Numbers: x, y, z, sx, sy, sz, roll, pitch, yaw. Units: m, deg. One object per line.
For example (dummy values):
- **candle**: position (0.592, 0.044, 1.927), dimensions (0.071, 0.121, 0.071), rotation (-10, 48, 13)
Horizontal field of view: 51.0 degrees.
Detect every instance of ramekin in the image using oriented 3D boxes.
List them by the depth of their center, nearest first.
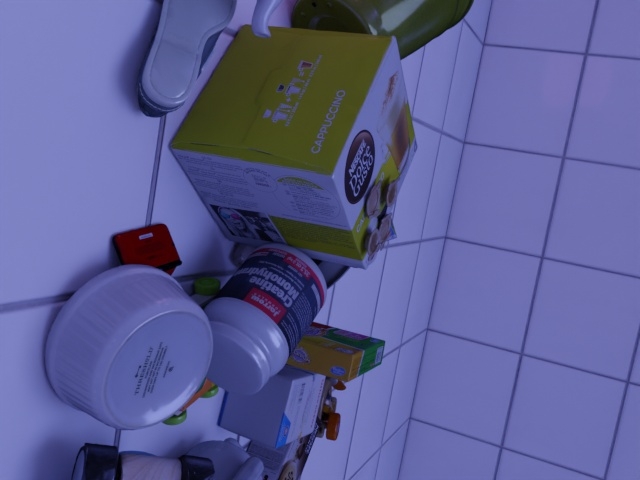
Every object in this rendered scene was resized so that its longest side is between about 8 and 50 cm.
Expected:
- **ramekin**: position (-0.298, 0.185, 1.108), dimensions (0.272, 0.127, 0.273), rotation (-28, 130, -39)

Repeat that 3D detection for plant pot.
- **plant pot**: position (0.123, -0.563, 1.582), dimensions (0.353, 0.366, 0.367), rotation (-49, 146, -27)

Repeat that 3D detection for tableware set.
- **tableware set**: position (0.121, -0.047, 1.327), dimensions (0.141, 0.020, 0.169), rotation (-40, 139, -53)

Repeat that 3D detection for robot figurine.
- **robot figurine**: position (-0.243, 0.556, 1.393), dimensions (0.300, 0.200, 0.353), rotation (-43, -179, 18)

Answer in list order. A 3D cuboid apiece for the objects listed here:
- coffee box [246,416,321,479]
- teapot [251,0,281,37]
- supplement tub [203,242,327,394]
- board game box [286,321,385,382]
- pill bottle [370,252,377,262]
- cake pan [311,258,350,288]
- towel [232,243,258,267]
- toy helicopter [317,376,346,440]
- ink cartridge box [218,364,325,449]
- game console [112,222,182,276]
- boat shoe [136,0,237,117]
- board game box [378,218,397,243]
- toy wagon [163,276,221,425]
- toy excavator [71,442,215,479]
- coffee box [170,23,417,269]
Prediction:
- **coffee box**: position (-0.118, 0.596, 1.859), dimensions (0.297, 0.118, 0.168), rotation (-65, 154, -26)
- **teapot**: position (-0.147, -0.510, 1.092), dimensions (0.187, 0.256, 0.253), rotation (-47, 164, -18)
- **supplement tub**: position (-0.121, 0.151, 1.342), dimensions (0.272, 0.191, 0.191), rotation (-54, 148, -44)
- **board game box**: position (-0.030, 0.250, 1.627), dimensions (0.242, 0.316, 0.064), rotation (0, 101, -68)
- **pill bottle**: position (0.103, 0.021, 2.076), dimensions (0.216, 0.121, 0.121), rotation (27, 77, -67)
- **cake pan**: position (0.000, 0.000, 1.546), dimensions (0.054, 0.293, 0.293), rotation (38, 60, -26)
- **towel**: position (-0.122, 0.035, 1.645), dimensions (0.282, 0.049, 0.187), rotation (63, 44, -57)
- **toy helicopter**: position (0.014, 0.518, 2.174), dimensions (0.355, 0.140, 0.235), rotation (66, 32, -72)
- **ink cartridge box**: position (-0.115, 0.399, 1.697), dimensions (0.232, 0.168, 0.171), rotation (17, 87, -68)
- **game console**: position (-0.328, 0.047, 1.208), dimensions (0.144, 0.085, 0.124), rotation (-23, 92, -64)
- **boat shoe**: position (-0.235, -0.347, 1.152), dimensions (0.099, 0.116, 0.320), rotation (-31, -141, 55)
- **board game box**: position (0.123, -0.158, 1.941), dimensions (0.347, 0.078, 0.234), rotation (49, 24, -63)
- **toy wagon**: position (-0.281, 0.239, 1.350), dimensions (0.344, 0.068, 0.268), rotation (-34, 132, -59)
- **toy excavator**: position (-0.365, 0.609, 1.152), dimensions (0.445, 0.222, 0.433), rotation (-47, -143, 46)
- **coffee box**: position (-0.031, -0.190, 1.358), dimensions (0.334, 0.337, 0.338), rotation (66, 42, -55)
